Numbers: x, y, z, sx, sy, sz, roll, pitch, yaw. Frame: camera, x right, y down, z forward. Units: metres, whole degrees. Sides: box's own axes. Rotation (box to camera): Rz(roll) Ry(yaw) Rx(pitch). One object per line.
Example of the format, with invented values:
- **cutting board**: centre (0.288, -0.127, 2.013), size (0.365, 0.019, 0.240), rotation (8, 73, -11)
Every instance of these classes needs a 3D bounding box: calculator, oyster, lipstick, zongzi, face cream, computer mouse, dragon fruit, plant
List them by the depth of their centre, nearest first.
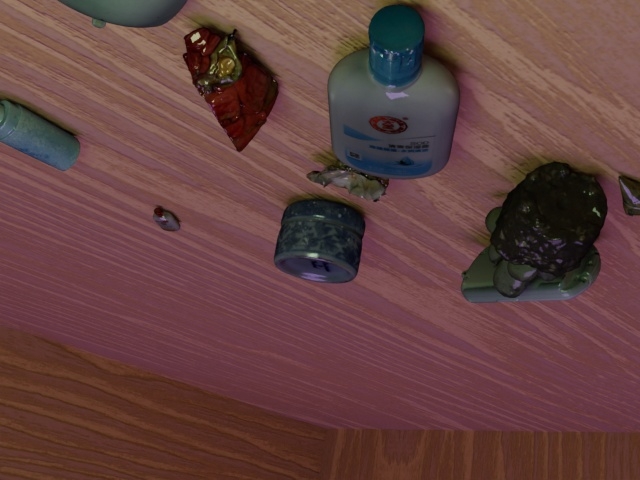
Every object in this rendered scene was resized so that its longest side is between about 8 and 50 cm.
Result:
- **computer mouse**: centre (-0.209, -0.279, 1.041), size (0.160, 0.097, 0.288), rotation (14, 160, -19)
- **face cream**: centre (0.089, -0.172, 1.229), size (0.163, 0.080, 0.336), rotation (8, 162, 5)
- **dragon fruit**: centre (-0.116, -0.213, 1.267), size (0.092, 0.122, 0.192), rotation (-33, 151, 0)
- **zongzi**: centre (0.466, -0.070, 1.428), size (0.076, 0.040, 0.083), rotation (-6, 139, 20)
- **lipstick**: centre (-0.480, -0.184, 1.494), size (0.068, 0.061, 0.274), rotation (-3, 158, 38)
- **plant**: centre (0.317, -0.004, 1.500), size (0.149, 0.146, 0.274), rotation (38, 161, 7)
- **oyster**: centre (0.052, -0.097, 1.506), size (0.148, 0.051, 0.103), rotation (13, 171, 42)
- **calculator**: centre (0.346, 0.051, 1.685), size (0.246, 0.141, 0.045), rotation (-5, 121, 35)
- **face cream**: centre (-0.292, -0.040, 1.882), size (0.040, 0.021, 0.083), rotation (4, 160, 13)

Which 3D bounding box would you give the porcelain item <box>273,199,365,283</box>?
- **porcelain item**: centre (0.000, 0.000, 1.714), size (0.147, 0.114, 0.147), rotation (10, 162, 3)
